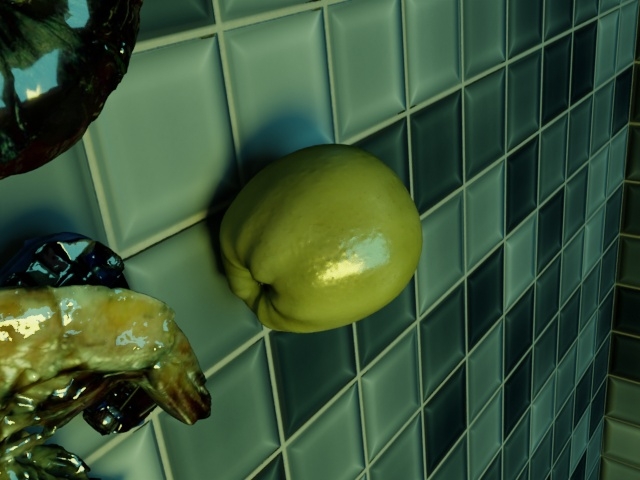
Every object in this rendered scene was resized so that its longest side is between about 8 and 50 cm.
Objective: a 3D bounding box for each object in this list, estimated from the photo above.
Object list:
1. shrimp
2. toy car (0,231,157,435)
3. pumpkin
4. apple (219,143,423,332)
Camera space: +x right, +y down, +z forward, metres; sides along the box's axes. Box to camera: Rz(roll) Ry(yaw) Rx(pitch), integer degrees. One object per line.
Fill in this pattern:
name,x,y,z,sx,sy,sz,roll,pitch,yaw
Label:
shrimp,-0.174,0.159,0.527,0.233,0.071,0.365,-34,135,-4
toy car,-0.184,0.078,0.561,0.103,0.063,0.216,-52,147,-25
pumpkin,-0.207,-0.141,0.375,0.233,0.163,0.233,-13,108,-43
apple,0.000,0.000,0.695,0.200,0.200,0.200,-21,117,-50
